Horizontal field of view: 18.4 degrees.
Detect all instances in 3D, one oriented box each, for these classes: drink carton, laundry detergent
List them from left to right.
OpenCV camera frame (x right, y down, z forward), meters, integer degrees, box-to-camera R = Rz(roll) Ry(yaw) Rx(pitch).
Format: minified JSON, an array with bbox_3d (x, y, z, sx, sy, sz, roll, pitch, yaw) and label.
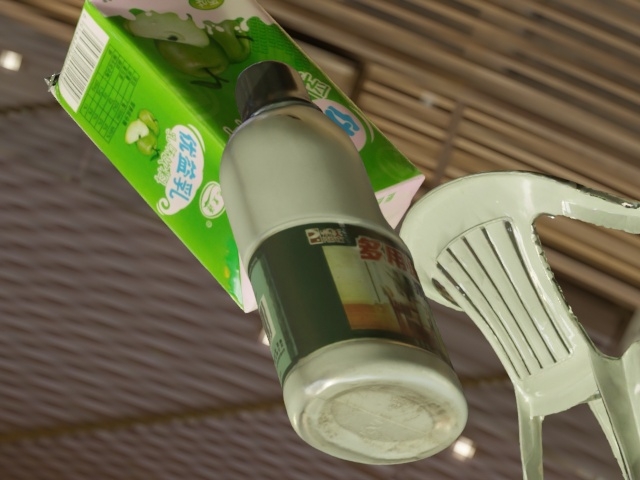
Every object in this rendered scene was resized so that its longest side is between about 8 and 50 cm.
[{"bbox_3d":[-0.069,-0.086,1.528,0.161,0.108,0.271,-22,-117,-44],"label":"drink carton"},{"bbox_3d":[0.000,0.000,0.961,0.099,0.070,0.225,17,-141,-36],"label":"laundry detergent"}]

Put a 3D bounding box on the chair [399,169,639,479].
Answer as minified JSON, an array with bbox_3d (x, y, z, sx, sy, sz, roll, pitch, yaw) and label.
[{"bbox_3d":[0.185,0.087,1.282,0.190,0.203,0.274,-6,-109,-34],"label":"chair"}]
